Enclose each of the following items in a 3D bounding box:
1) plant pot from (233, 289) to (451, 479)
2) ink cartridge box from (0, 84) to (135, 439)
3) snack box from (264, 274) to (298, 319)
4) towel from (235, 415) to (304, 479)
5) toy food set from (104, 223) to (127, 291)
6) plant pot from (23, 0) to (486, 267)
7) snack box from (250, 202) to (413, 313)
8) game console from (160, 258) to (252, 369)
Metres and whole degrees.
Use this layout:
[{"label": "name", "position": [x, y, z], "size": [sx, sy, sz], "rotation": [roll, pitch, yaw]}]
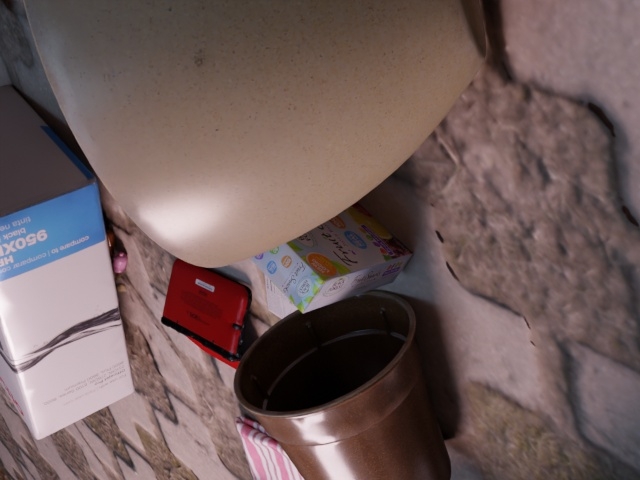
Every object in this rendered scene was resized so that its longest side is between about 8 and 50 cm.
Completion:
[{"label": "plant pot", "position": [0.033, 0.158, 0.755], "size": [0.167, 0.167, 0.165], "rotation": [7, 129, 50]}, {"label": "ink cartridge box", "position": [-0.412, 0.034, 1.182], "size": [0.285, 0.166, 0.395], "rotation": [41, 144, 38]}, {"label": "snack box", "position": [-0.030, 0.010, 0.828], "size": [0.064, 0.022, 0.178], "rotation": [30, 137, 37]}, {"label": "towel", "position": [-0.034, 0.310, 1.063], "size": [0.197, 0.029, 0.144], "rotation": [17, 128, 45]}, {"label": "toy food set", "position": [-0.291, 0.010, 1.166], "size": [0.078, 0.019, 0.122], "rotation": [-9, 102, 54]}, {"label": "plant pot", "position": [-0.011, -0.144, 0.506], "size": [0.190, 0.284, 0.284], "rotation": [-15, 107, 19]}, {"label": "snack box", "position": [0.000, 0.000, 0.677], "size": [0.100, 0.141, 0.037], "rotation": [43, 117, 21]}, {"label": "game console", "position": [-0.114, 0.097, 1.012], "size": [0.144, 0.085, 0.124], "rotation": [19, 99, 43]}]
